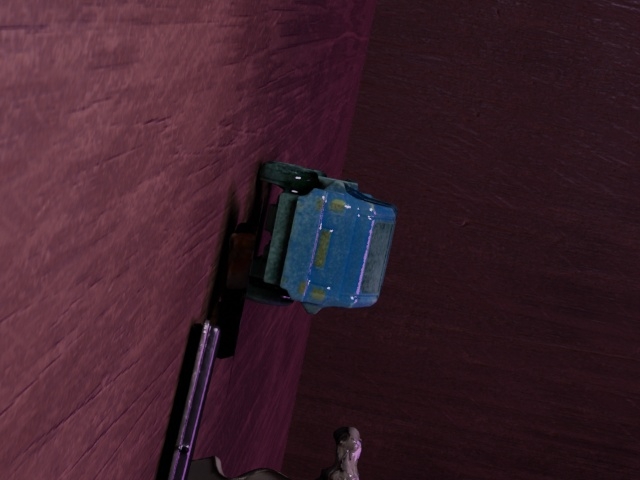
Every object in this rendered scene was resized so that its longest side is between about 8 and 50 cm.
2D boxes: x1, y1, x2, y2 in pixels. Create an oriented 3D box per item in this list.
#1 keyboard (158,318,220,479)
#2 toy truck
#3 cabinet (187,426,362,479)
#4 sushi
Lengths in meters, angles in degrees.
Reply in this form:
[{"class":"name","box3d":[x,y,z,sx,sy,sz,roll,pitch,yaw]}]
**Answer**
[{"class":"keyboard","box3d":[-0.123,0.184,1.375,0.093,0.025,0.230,95,7,-80]},{"class":"toy truck","box3d":[0.000,0.000,1.731,0.279,0.156,0.155,-27,129,-85]},{"class":"cabinet","box3d":[0.001,0.398,1.531,0.290,0.227,0.318,44,44,-39]},{"class":"sushi","box3d":[-0.087,0.054,1.482,0.139,0.031,0.201,115,-15,-80]}]
